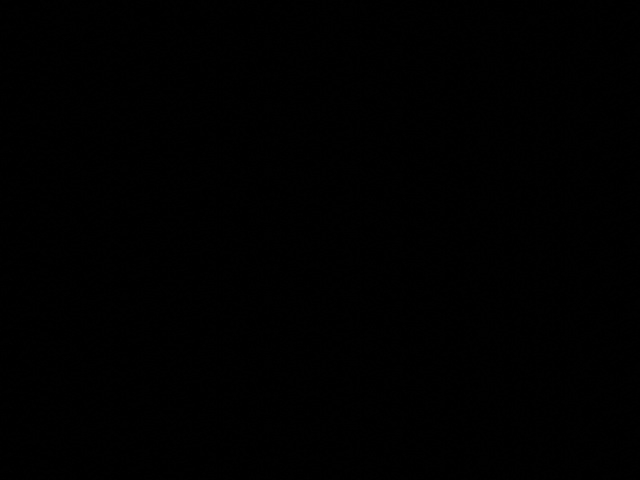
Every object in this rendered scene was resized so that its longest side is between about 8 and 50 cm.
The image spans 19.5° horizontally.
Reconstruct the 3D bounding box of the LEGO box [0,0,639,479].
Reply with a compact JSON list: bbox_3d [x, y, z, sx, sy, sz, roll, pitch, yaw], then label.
[{"bbox_3d":[-0.009,-0.009,0.138,0.500,0.372,0.193,-6,63,64],"label":"LEGO box"}]
